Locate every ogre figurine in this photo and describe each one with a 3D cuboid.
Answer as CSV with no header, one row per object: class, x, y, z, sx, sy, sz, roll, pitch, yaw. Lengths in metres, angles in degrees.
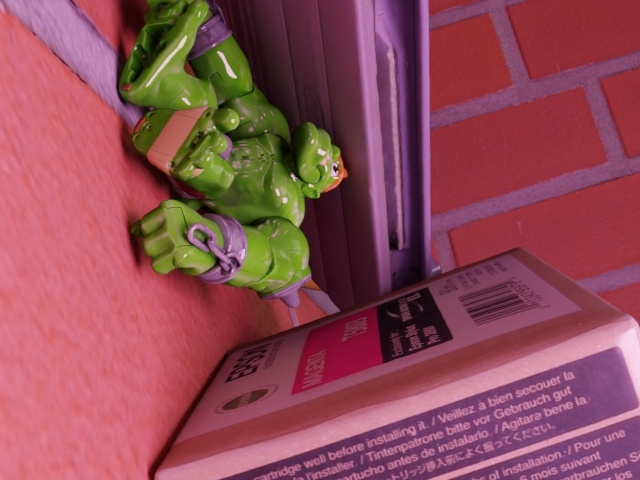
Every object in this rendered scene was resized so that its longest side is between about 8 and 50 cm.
ogre figurine,-0.051,-0.047,0.492,0.118,0.097,0.197,44,9,-46

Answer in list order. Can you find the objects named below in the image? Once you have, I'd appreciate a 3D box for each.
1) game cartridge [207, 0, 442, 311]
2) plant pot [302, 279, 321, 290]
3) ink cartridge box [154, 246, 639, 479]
game cartridge,-0.014,-0.107,0.575,0.230,0.068,0.355,51,-19,36
plant pot,0.000,0.000,0.961,0.134,0.095,0.134,-17,90,-87
ink cartridge box,0.042,0.084,0.448,0.235,0.193,0.088,-77,148,-84
